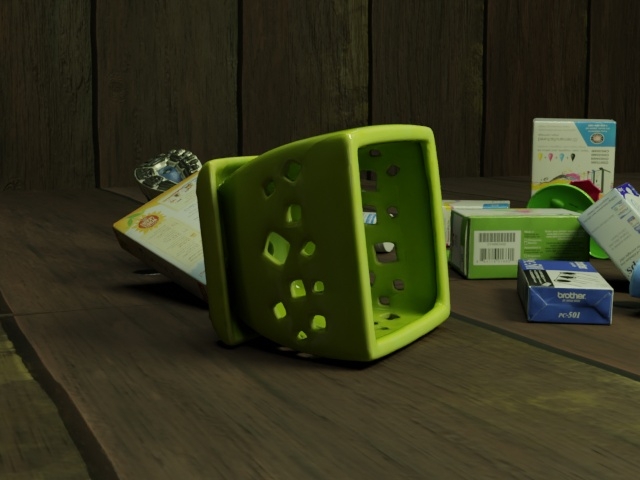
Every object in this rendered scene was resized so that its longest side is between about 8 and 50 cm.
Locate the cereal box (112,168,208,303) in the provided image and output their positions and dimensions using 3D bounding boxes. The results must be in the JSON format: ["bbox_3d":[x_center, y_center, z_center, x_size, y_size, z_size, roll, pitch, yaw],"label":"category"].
[{"bbox_3d":[-0.150,-0.011,1.304,0.173,0.047,0.240,-35,40,-26],"label":"cereal box"}]

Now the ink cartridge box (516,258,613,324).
[{"bbox_3d":[0.303,0.061,1.210,0.097,0.046,0.207,2,8,7],"label":"ink cartridge box"}]

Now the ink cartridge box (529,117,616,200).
[{"bbox_3d":[0.535,-0.141,2.046,0.171,0.232,0.168,2,10,12],"label":"ink cartridge box"}]

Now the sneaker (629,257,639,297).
[{"bbox_3d":[0.480,0.052,1.208,0.090,0.081,0.232,22,22,40],"label":"sneaker"}]

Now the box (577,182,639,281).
[{"bbox_3d":[0.442,-0.006,1.349,0.072,0.137,0.126,-43,-12,24],"label":"box"}]

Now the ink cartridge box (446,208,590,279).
[{"bbox_3d":[0.296,-0.006,1.533,0.189,0.097,0.255,0,8,-4],"label":"ink cartridge box"}]

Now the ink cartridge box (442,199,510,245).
[{"bbox_3d":[0.241,-0.034,1.815,0.231,0.078,0.134,1,7,12],"label":"ink cartridge box"}]

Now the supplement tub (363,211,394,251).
[{"bbox_3d":[0.074,-0.016,1.702,0.107,0.071,0.071,2,8,25],"label":"supplement tub"}]

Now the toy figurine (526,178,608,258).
[{"bbox_3d":[0.468,-0.050,1.684,0.173,0.130,0.159,27,31,21],"label":"toy figurine"}]

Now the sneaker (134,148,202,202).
[{"bbox_3d":[-0.171,-0.021,1.488,0.130,0.147,0.330,-29,39,-16],"label":"sneaker"}]

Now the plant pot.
[{"bbox_3d":[0.000,0.000,1.035,0.207,0.228,0.227,-4,5,28],"label":"plant pot"}]
